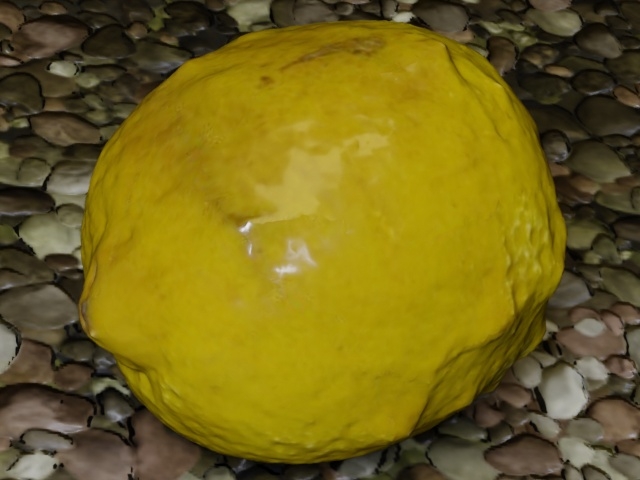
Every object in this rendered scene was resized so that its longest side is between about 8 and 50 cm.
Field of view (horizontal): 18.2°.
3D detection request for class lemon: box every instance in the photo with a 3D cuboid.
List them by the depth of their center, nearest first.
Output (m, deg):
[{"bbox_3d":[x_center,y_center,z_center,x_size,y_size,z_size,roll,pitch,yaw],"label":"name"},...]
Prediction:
[{"bbox_3d":[0.000,0.000,1.047,0.288,0.233,0.233,-23,50,-34],"label":"lemon"}]
